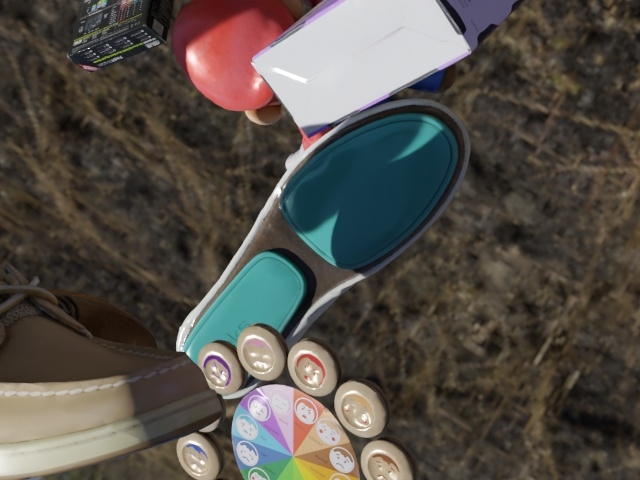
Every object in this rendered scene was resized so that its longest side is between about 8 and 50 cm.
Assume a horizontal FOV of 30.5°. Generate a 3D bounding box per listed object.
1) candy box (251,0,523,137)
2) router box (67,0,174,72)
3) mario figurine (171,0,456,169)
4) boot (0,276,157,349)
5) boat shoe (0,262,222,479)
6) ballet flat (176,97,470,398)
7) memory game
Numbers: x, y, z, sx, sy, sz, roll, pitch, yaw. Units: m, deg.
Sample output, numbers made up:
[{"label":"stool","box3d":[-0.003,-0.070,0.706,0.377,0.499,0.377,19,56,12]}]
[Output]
[{"label":"candy box","box3d":[0.074,-0.168,0.774,0.165,0.196,0.070,-22,109,51]},{"label":"router box","box3d":[-0.220,-0.248,1.304,0.122,0.092,0.038,-13,148,33]},{"label":"mario figurine","box3d":[-0.019,-0.179,1.197,0.320,0.198,0.170,11,145,-40]},{"label":"boot","box3d":[-0.226,0.082,0.940,0.115,0.112,0.305,-10,163,36]},{"label":"boat shoe","box3d":[-0.184,0.064,0.619,0.302,0.098,0.109,-3,-177,37]},{"label":"ballet flat","box3d":[0.000,0.000,1.183,0.139,0.400,0.139,34,-156,-18]},{"label":"memory game","box3d":[-0.019,0.140,0.744,0.186,0.186,0.012,29,-149,23]}]
